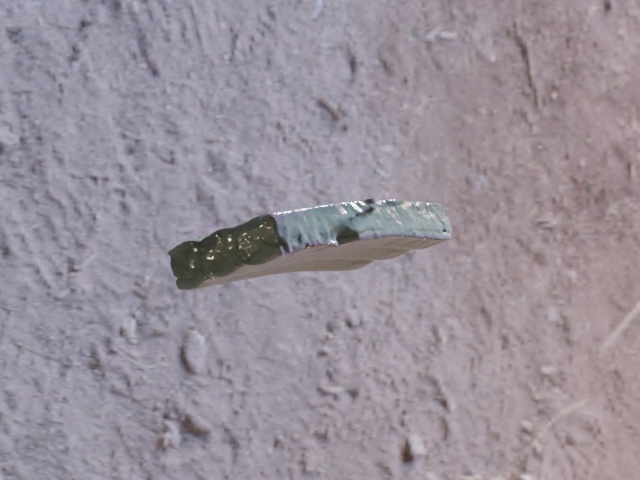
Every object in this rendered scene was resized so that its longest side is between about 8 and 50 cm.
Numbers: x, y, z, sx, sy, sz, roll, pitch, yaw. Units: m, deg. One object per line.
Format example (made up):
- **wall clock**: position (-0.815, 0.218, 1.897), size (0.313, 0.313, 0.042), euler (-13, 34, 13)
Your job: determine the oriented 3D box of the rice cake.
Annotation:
- **rice cake**: position (0.000, 0.000, 0.956), size (0.237, 0.127, 0.043), euler (-5, 79, -53)
